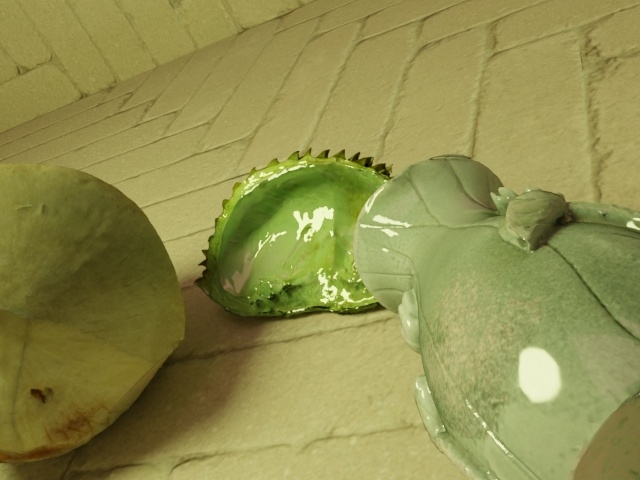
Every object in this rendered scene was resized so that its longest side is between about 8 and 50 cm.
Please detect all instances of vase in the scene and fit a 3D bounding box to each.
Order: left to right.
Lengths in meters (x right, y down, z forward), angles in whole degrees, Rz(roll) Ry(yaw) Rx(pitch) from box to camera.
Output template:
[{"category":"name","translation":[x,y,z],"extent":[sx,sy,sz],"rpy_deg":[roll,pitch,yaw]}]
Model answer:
[{"category":"vase","translation":[0.172,0.066,0.631],"extent":[0.250,0.250,0.445],"rpy_deg":[-31,25,-2]}]

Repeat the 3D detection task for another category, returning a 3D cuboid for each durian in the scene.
[{"category":"durian","translation":[-0.004,-0.008,0.976],"extent":[0.394,0.163,0.198],"rpy_deg":[0,43,32]}]

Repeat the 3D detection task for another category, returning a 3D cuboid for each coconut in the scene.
[{"category":"coconut","translation":[-0.370,0.101,0.936],"extent":[0.415,0.345,0.415],"rpy_deg":[-48,9,10]}]
